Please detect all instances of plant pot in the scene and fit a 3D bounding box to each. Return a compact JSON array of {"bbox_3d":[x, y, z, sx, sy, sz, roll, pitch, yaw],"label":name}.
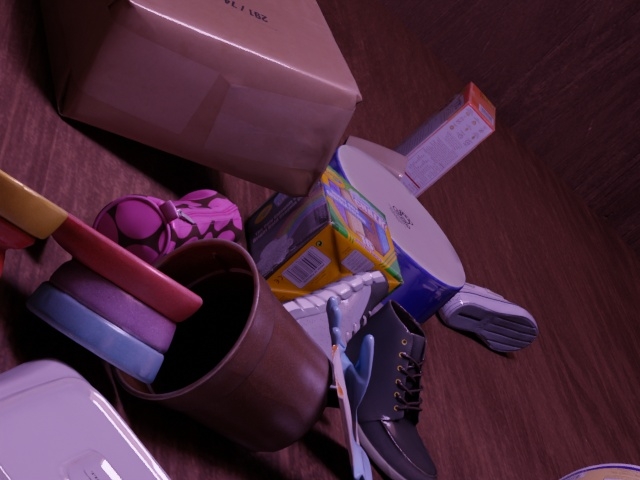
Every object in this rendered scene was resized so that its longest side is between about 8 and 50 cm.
[{"bbox_3d":[0.058,-0.095,2.427,0.096,0.109,0.109,35,18,-3],"label":"plant pot"},{"bbox_3d":[-0.082,0.109,1.532,0.165,0.167,0.167,43,16,-43],"label":"plant pot"}]

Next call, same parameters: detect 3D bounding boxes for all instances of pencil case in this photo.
[{"bbox_3d":[-0.152,-0.011,1.710,0.095,0.098,0.209,51,16,7],"label":"pencil case"}]

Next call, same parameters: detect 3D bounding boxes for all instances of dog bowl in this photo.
[{"bbox_3d":[0.077,-0.002,2.254,0.265,0.104,0.265,43,18,-18],"label":"dog bowl"}]

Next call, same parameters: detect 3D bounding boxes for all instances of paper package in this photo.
[{"bbox_3d":[-0.151,-0.236,1.957,0.325,0.168,0.309,19,29,-27],"label":"paper package"}]

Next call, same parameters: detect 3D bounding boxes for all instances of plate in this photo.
[{"bbox_3d":[-0.178,0.207,1.253,0.277,0.045,0.278,51,17,7],"label":"plate"}]

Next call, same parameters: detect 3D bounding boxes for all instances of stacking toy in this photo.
[{"bbox_3d":[-0.277,0.015,1.415,0.279,0.130,0.309,28,-6,47],"label":"stacking toy"}]

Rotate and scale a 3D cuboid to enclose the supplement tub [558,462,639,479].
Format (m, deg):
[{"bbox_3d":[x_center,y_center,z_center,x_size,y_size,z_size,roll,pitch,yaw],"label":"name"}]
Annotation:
[{"bbox_3d":[0.301,0.384,1.724,0.241,0.241,0.331,50,17,6],"label":"supplement tub"}]

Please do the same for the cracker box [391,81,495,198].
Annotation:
[{"bbox_3d":[0.169,-0.138,2.562,0.067,0.232,0.156,47,17,-9],"label":"cracker box"}]

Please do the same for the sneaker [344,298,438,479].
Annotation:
[{"bbox_3d":[0.091,0.177,1.865,0.083,0.118,0.222,21,32,-58],"label":"sneaker"}]

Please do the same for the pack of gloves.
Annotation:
[{"bbox_3d":[0.046,0.183,1.656,0.195,0.046,0.232,-100,180,-56],"label":"pack of gloves"}]

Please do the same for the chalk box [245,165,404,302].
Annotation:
[{"bbox_3d":[0.000,0.000,2.008,0.132,0.132,0.213,40,20,-25],"label":"chalk box"}]

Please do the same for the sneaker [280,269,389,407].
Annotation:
[{"bbox_3d":[0.014,0.120,1.826,0.228,0.086,0.132,-20,78,-44],"label":"sneaker"}]

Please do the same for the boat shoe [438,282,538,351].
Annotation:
[{"bbox_3d":[0.253,0.104,2.495,0.226,0.083,0.076,28,27,-48],"label":"boat shoe"}]
